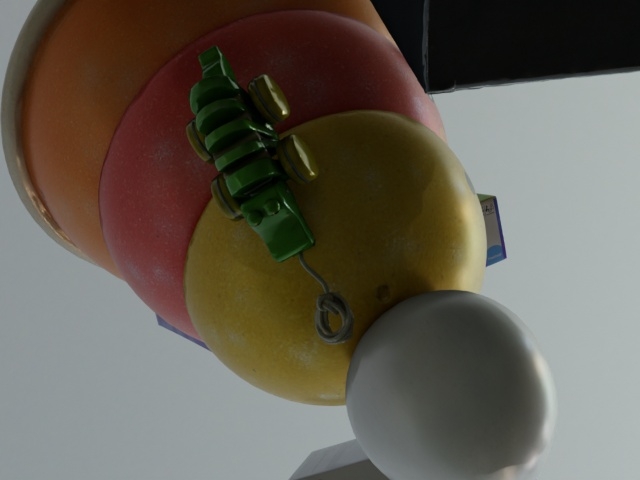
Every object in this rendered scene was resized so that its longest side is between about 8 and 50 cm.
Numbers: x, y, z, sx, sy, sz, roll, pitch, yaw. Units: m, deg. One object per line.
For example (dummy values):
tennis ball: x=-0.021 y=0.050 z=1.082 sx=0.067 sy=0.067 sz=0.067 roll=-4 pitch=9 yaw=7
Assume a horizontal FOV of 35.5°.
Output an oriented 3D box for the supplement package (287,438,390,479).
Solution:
supplement package: x=0.067 y=0.307 z=1.254 sx=0.105 sy=0.179 sz=0.105 roll=67 pitch=-157 yaw=-3

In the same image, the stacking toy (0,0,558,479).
stacking toy: x=0.000 y=0.000 z=0.696 sx=0.350 sy=0.351 sz=0.480 roll=-4 pitch=-143 yaw=-31

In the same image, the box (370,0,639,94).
box: x=0.113 y=-0.174 z=0.515 sx=0.184 sy=0.103 sz=0.261 roll=-9 pitch=-150 yaw=-4

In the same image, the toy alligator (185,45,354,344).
toy alligator: x=-0.033 y=-0.029 z=0.551 sx=0.190 sy=0.056 sz=0.051 roll=65 pitch=-162 yaw=13

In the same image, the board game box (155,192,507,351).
board game box: x=0.003 y=0.025 z=1.145 sx=0.347 sy=0.233 sz=0.078 roll=-20 pitch=-73 yaw=-27
